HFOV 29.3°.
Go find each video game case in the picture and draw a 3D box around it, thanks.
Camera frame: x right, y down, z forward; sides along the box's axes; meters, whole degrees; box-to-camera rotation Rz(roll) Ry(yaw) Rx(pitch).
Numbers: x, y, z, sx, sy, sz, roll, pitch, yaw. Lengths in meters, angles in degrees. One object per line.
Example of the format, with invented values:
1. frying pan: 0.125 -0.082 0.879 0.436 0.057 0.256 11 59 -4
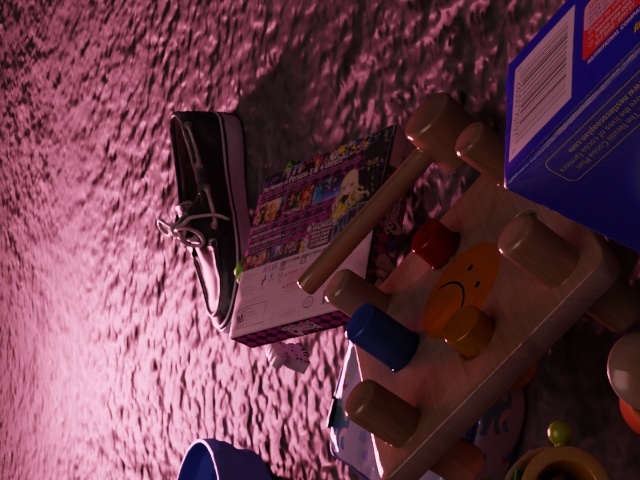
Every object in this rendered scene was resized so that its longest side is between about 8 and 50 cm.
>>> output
1. video game case: 0.000 0.000 1.336 0.232 0.042 0.210 -19 52 47

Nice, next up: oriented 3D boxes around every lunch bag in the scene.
1. lunch bag: 0.100 0.171 1.221 0.219 0.090 0.176 34 113 53

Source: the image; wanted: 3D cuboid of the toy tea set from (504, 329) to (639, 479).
1. toy tea set: 0.236 0.228 0.877 0.124 0.200 0.336 90 173 -70

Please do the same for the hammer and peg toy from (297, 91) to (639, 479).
1. hammer and peg toy: 0.117 0.030 1.072 0.266 0.127 0.361 -49 21 18

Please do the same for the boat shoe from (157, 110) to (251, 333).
1. boat shoe: -0.154 -0.027 1.627 0.113 0.105 0.306 -13 78 58

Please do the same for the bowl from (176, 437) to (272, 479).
1. bowl: -0.126 0.443 1.515 0.391 0.077 0.391 -174 90 -74

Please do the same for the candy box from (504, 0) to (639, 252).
1. candy box: 0.304 -0.075 0.659 0.268 0.317 0.122 -48 22 46

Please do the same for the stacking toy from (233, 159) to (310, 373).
1. stacking toy: -0.029 0.031 1.472 0.167 0.052 0.221 -60 34 25
